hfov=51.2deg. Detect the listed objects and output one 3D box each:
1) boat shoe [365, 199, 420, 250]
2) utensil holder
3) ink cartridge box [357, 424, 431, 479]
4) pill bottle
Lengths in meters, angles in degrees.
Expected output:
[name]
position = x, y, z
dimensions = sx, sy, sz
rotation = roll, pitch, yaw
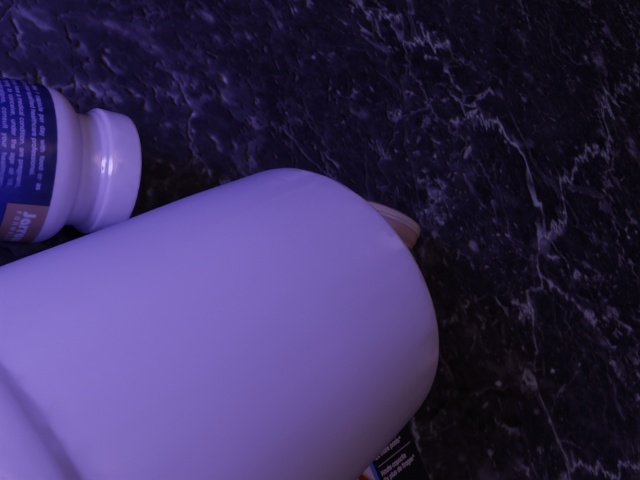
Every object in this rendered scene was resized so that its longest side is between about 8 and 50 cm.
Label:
[boat shoe]
position = 0.000, 0.000, 0.870
dimensions = 0.302, 0.109, 0.098
rotation = 8, 73, -31
[utensil holder]
position = -0.124, 0.135, 0.571
dimensions = 0.385, 0.327, 0.328
rotation = -28, 92, -45
[ink cartridge box]
position = 0.055, 0.310, 0.822
dimensions = 0.175, 0.069, 0.371
rotation = -21, 85, -42
[pill bottle]
position = -0.311, -0.076, 0.605
dimensions = 0.264, 0.153, 0.153
rotation = 4, 71, -38
